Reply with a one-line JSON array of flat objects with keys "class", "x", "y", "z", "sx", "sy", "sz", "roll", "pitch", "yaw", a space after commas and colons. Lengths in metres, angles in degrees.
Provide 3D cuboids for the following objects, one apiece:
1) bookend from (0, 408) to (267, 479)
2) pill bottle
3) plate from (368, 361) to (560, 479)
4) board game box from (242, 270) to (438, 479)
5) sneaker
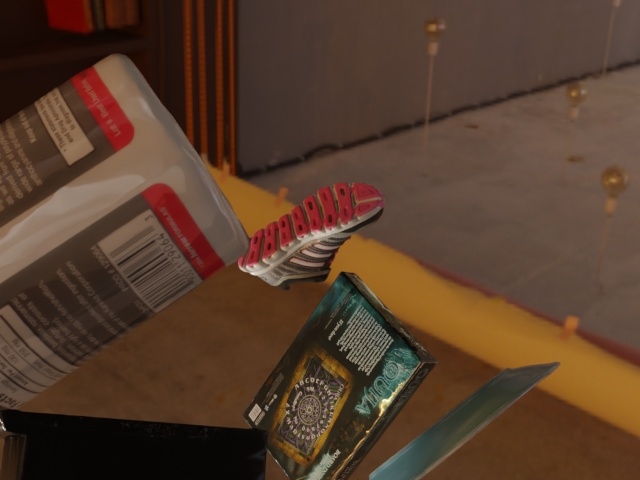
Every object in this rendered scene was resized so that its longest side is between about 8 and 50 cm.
[{"class": "bookend", "x": -0.118, "y": 0.182, "z": 0.525, "sx": 0.156, "sy": 0.157, "sz": 0.072, "roll": 10, "pitch": 163, "yaw": -28}, {"class": "pill bottle", "x": -0.225, "y": 0.021, "z": 0.662, "sx": 0.318, "sy": 0.176, "sz": 0.176, "roll": -34, "pitch": -148, "yaw": -5}, {"class": "plate", "x": 0.091, "y": 0.138, "z": 0.661, "sx": 0.188, "sy": 0.188, "sz": 0.024, "roll": -25, "pitch": -109, "yaw": -45}, {"class": "board game box", "x": 0.013, "y": 0.140, "z": 0.860, "sx": 0.026, "sy": 0.186, "sz": 0.126, "roll": 9, "pitch": -149, "yaw": -50}, {"class": "sneaker", "x": 0.000, "y": 0.000, "z": 0.968, "sx": 0.170, "sy": 0.075, "sz": 0.063, "roll": -29, "pitch": -138, "yaw": 18}]
